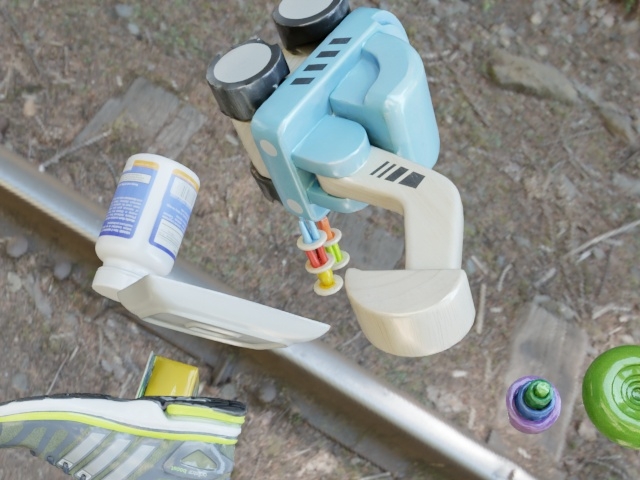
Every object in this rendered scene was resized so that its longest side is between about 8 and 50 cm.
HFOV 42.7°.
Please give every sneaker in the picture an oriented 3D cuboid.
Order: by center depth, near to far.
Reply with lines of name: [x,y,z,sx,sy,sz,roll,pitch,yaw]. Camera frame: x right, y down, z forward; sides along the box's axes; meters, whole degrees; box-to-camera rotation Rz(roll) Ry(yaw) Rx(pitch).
sneaker: [-0.229,0.221,0.847,0.299,0.111,0.121,2,81,1]

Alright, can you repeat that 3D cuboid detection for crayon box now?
crayon box: [-0.282,0.324,1.441,0.083,0.323,0.203,17,72,-2]

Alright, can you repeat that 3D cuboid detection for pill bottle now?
pill bottle: [-0.344,-0.018,1.589,0.152,0.152,0.272,20,71,-12]

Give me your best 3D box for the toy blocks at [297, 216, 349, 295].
toy blocks: [0.000,0.000,1.397,0.054,0.148,0.123,-7,35,18]

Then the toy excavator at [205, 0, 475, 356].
toy excavator: [0.060,-0.106,1.020,0.445,0.222,0.433,19,58,35]

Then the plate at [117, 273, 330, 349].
plate: [-0.161,0.121,1.254,0.277,0.278,0.045,17,76,-20]

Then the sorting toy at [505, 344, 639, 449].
sorting toy: [0.400,0.165,0.936,0.365,0.126,0.127,-6,67,3]
